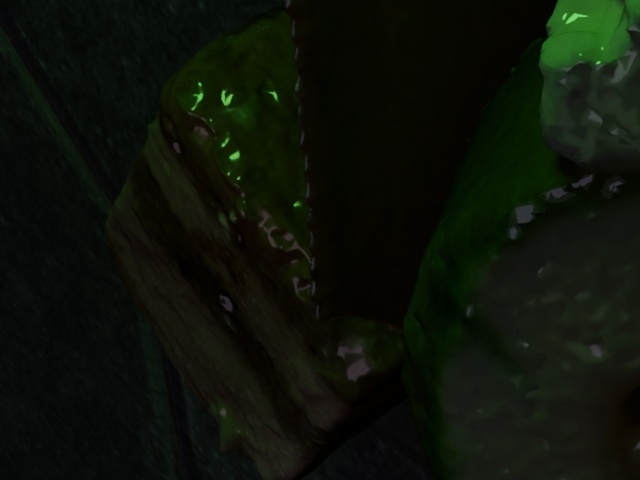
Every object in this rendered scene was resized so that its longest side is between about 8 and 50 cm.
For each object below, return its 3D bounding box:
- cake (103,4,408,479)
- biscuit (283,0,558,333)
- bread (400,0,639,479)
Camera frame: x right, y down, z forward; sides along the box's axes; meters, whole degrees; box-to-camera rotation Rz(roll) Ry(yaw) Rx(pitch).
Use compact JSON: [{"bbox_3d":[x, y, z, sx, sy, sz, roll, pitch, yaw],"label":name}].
[{"bbox_3d":[0.000,0.000,1.050,0.196,0.198,0.293,53,151,5],"label":"cake"},{"bbox_3d":[0.077,-0.078,0.813,0.013,0.237,0.232,31,140,36],"label":"biscuit"},{"bbox_3d":[0.188,0.016,0.704,0.366,0.129,0.382,-16,121,34],"label":"bread"}]
